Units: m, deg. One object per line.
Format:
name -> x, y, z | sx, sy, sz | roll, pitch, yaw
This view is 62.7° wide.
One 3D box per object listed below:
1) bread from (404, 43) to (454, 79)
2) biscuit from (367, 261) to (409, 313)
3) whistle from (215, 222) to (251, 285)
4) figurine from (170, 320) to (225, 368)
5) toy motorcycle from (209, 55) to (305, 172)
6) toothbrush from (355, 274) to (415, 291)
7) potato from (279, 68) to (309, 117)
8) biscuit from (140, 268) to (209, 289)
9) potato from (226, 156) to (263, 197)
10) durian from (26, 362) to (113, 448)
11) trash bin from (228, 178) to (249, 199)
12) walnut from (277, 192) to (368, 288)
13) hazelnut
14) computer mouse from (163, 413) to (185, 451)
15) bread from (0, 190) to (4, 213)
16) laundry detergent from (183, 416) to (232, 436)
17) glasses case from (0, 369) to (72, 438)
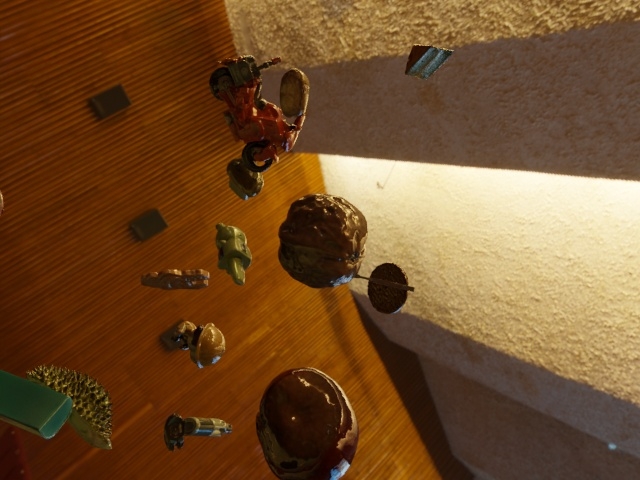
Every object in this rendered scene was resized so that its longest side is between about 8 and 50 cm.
bread -> 0.290, -0.476, 1.407 | 0.139, 0.073, 0.084 | -123, -136, -66
biscuit -> 0.243, 0.170, 1.888 | 0.187, 0.027, 0.188 | -11, -105, 47
whistle -> -0.241, 0.039, 1.450 | 0.105, 0.085, 0.228 | 39, 21, -41
figurine -> -0.514, 0.426, 2.239 | 0.256, 0.167, 0.193 | 26, -42, 38
toy motorcycle -> -0.167, -0.371, 1.489 | 0.148, 0.221, 0.326 | -121, -172, -73
toothbrush -> 0.163, 0.112, 1.427 | 0.194, 0.014, 0.017 | 11, -8, 28
potato -> -0.091, -0.511, 1.834 | 0.107, 0.080, 0.171 | 12, -66, 23
biscuit -> -0.519, 0.142, 1.878 | 0.144, 0.236, 0.040 | 114, -31, -52
potato -> -0.244, -0.213, 1.716 | 0.085, 0.105, 0.188 | 45, 10, -50
durian -> -0.772, 0.491, 1.604 | 0.355, 0.170, 0.157 | 28, 7, 20
trash bin -> -0.328, -0.251, 2.179 | 0.116, 0.059, 0.130 | 45, -35, 21
walnut -> 0.000, 0.003, 1.448 | 0.273, 0.227, 0.273 | 32, -43, 35
hazelnut -> -0.053, 0.658, 1.850 | 0.409, 0.358, 0.359 | -120, -168, -46
computer mouse -> -0.542, 0.707, 1.940 | 0.047, 0.079, 0.135 | -13, -97, 51
bread -> -1.000, -0.112, 1.448 | 0.142, 0.211, 0.225 | 18, -55, 45
laundry detergent -> -0.436, 0.735, 2.061 | 0.225, 0.099, 0.070 | 28, 41, -48
glasses case -> -0.843, 0.452, 1.464 | 0.300, 0.117, 0.070 | 12, -48, 20
